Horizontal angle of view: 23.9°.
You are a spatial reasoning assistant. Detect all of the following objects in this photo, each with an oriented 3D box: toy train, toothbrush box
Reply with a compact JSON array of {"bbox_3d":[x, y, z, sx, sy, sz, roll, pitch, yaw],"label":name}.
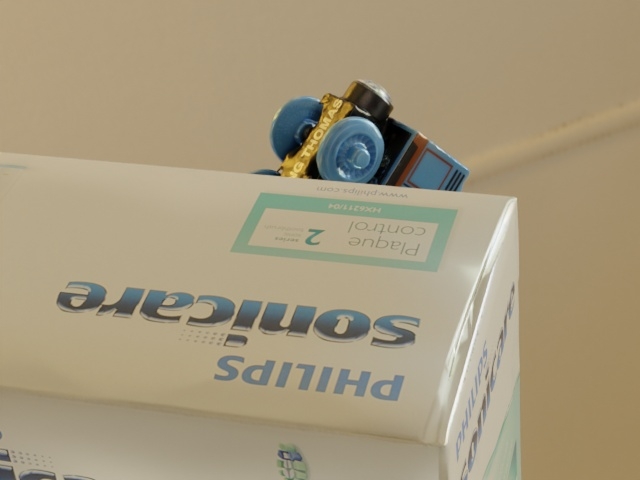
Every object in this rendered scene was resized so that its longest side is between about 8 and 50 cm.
[{"bbox_3d":[0.000,0.000,0.863,0.105,0.080,0.184,32,-91,-36],"label":"toy train"},{"bbox_3d":[-0.038,0.123,0.578,0.216,0.126,0.295,5,-49,16],"label":"toothbrush box"}]
